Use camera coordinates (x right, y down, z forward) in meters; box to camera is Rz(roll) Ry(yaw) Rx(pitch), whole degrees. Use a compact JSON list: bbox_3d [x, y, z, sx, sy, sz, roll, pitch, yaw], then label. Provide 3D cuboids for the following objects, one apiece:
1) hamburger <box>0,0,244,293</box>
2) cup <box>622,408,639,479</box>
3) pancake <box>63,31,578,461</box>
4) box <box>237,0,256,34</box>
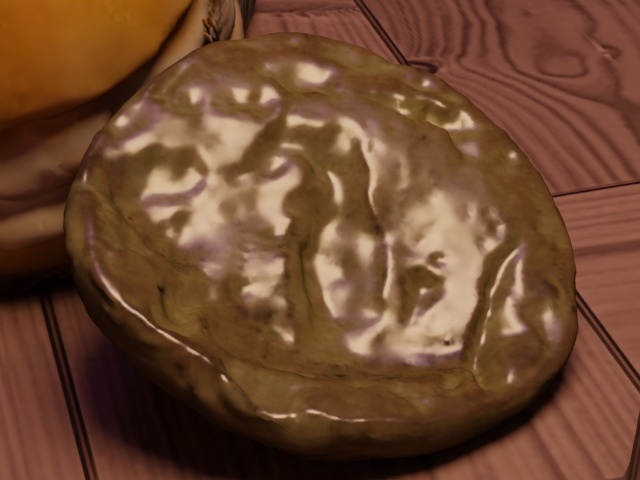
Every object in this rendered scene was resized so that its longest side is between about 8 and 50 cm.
[{"bbox_3d":[-0.170,-0.138,0.960,0.276,0.237,0.276,-1,56,2],"label":"hamburger"},{"bbox_3d":[0.219,0.033,0.656,0.208,0.273,0.288,10,30,9],"label":"cup"},{"bbox_3d":[0.000,0.000,0.884,0.241,0.050,0.242,11,52,-14],"label":"pancake"},{"bbox_3d":[-0.110,-0.155,1.198,0.133,0.099,0.182,-2,27,4],"label":"box"}]
